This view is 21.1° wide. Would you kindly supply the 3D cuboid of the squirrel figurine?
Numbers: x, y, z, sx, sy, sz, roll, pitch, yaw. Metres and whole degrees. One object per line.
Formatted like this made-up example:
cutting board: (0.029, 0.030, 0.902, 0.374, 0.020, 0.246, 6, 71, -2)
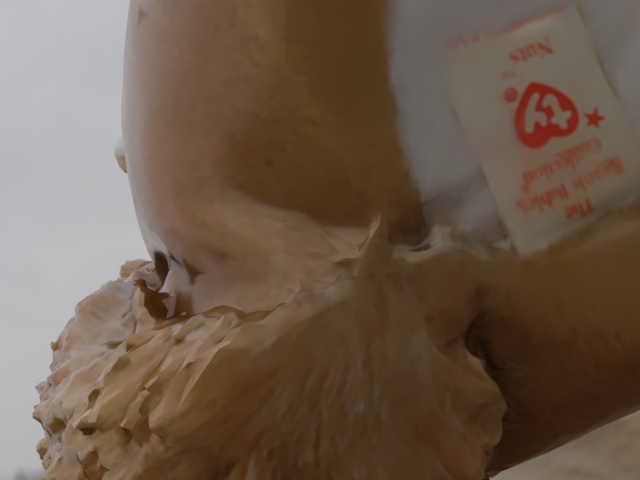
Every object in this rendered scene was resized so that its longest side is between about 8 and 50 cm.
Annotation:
squirrel figurine: (0.000, 0.000, 0.715, 0.397, 0.281, 0.370, -63, 14, -11)
